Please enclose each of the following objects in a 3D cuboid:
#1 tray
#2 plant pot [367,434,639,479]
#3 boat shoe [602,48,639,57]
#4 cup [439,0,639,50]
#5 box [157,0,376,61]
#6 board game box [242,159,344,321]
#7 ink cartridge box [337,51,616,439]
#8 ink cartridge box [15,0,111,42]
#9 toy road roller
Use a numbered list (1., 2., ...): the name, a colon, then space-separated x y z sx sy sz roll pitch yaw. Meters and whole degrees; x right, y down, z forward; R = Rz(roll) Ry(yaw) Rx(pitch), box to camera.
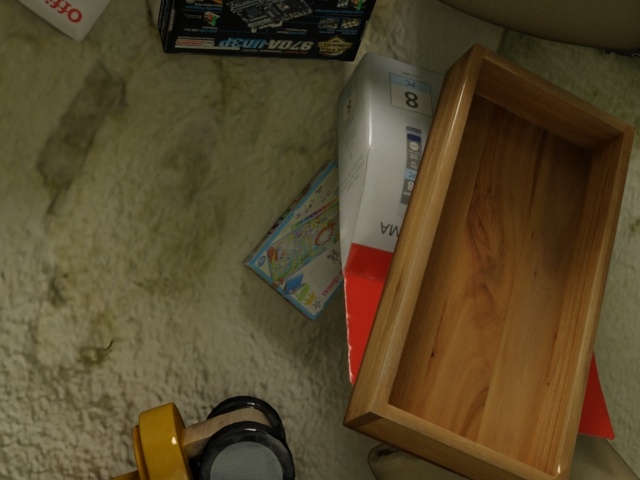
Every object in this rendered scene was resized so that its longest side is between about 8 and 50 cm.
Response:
1. tray: 0.176 0.025 1.091 0.203 0.076 0.411 25 62 -13
2. plant pot: 0.222 0.305 1.217 0.334 0.334 0.305 -33 91 -14
3. boat shoe: 0.362 -0.261 1.349 0.206 0.075 0.065 34 126 -22
4. cup: 0.202 -0.353 1.133 0.237 0.331 0.331 -3 95 9
5. box: -0.047 -0.269 1.149 0.220 0.175 0.051 -1 52 -18
6. board game box: 0.000 0.000 1.252 0.103 0.026 0.154 42 80 -16
7. ink cartridge box: 0.175 -0.003 1.168 0.308 0.091 0.385 14 49 -19
8. ink cartridge box: -0.245 -0.328 1.084 0.160 0.092 0.219 34 92 -31
9. toy road roller: -0.123 0.330 1.150 0.240 0.202 0.329 -17 94 -4
